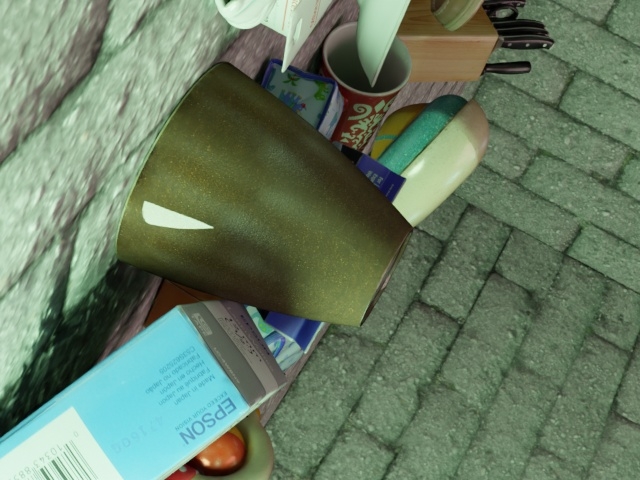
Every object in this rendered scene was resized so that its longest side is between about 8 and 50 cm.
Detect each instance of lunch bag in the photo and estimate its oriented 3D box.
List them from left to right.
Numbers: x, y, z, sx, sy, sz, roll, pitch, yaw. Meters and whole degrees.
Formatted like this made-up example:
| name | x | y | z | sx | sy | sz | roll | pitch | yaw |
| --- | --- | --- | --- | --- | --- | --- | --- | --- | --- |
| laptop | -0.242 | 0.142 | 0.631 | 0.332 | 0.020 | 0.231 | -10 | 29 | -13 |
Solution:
| name | x | y | z | sx | sy | sz | roll | pitch | yaw |
| --- | --- | --- | --- | --- | --- | --- | --- | --- | --- |
| lunch bag | -0.086 | 0.150 | 1.933 | 0.176 | 0.090 | 0.219 | -27 | 162 | -42 |
| lunch bag | -0.040 | -0.109 | 1.413 | 0.129 | 0.096 | 0.151 | 10 | 99 | -83 |

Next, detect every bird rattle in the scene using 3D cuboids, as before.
| name | x | y | z | sx | sy | sz | roll | pitch | yaw |
| --- | --- | --- | --- | --- | --- | --- | --- | --- | --- |
| bird rattle | -0.152 | 0.234 | 1.454 | 0.253 | 0.206 | 0.143 | -109 | -153 | -62 |

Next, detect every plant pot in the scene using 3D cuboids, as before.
| name | x | y | z | sx | sy | sz | roll | pitch | yaw |
| --- | --- | --- | --- | --- | --- | --- | --- | --- | --- |
| plant pot | -0.038 | -0.020 | 1.221 | 0.215 | 0.230 | 0.215 | -60 | 174 | -11 |

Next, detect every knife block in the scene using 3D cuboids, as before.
| name | x | y | z | sx | sy | sz | roll | pitch | yaw |
| --- | --- | --- | --- | --- | --- | --- | --- | --- | --- |
| knife block | 0.190 | -0.275 | 1.826 | 0.276 | 0.242 | 0.088 | -54 | 169 | -45 |

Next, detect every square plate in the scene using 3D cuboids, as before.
| name | x | y | z | sx | sy | sz | roll | pitch | yaw |
| --- | --- | --- | --- | --- | --- | --- | --- | --- | --- |
| square plate | 0.104 | -0.383 | 1.258 | 0.344 | 0.049 | 0.347 | 112 | -6 | -50 |

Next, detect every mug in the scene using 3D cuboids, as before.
| name | x | y | z | sx | sy | sz | roll | pitch | yaw |
| --- | --- | --- | --- | --- | --- | --- | --- | --- | --- |
| mug | 0.024 | -0.180 | 1.655 | 0.150 | 0.113 | 0.169 | -22 | 161 | -23 |

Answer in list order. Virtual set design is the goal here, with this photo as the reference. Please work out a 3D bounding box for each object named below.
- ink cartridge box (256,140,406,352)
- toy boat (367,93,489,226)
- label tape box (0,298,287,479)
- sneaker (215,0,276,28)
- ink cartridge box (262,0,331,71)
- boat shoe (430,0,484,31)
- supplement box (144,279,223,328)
| name | x | y | z | sx | sy | sz | roll | pitch | yaw |
| --- | --- | --- | --- | --- | --- | --- | --- | --- | --- |
| ink cartridge box | 0.000 | 0.000 | 1.374 | 0.206 | 0.045 | 0.208 | -60 | -165 | 2 |
| toy boat | 0.077 | -0.073 | 1.644 | 0.318 | 0.148 | 0.267 | -46 | 180 | -28 |
| label tape box | -0.162 | 0.170 | 1.227 | 0.249 | 0.115 | 0.347 | -37 | 173 | 4 |
| sneaker | -0.038 | -0.244 | 1.059 | 0.152 | 0.053 | 0.061 | -62 | 171 | 7 |
| ink cartridge box | -0.011 | -0.254 | 1.171 | 0.181 | 0.061 | 0.104 | -59 | 174 | -24 |
| boat shoe | 0.159 | -0.388 | 1.481 | 0.109 | 0.098 | 0.302 | -14 | -119 | 67 |
| supplement box | -0.121 | 0.049 | 1.547 | 0.078 | 0.080 | 0.233 | -64 | 171 | 26 |
